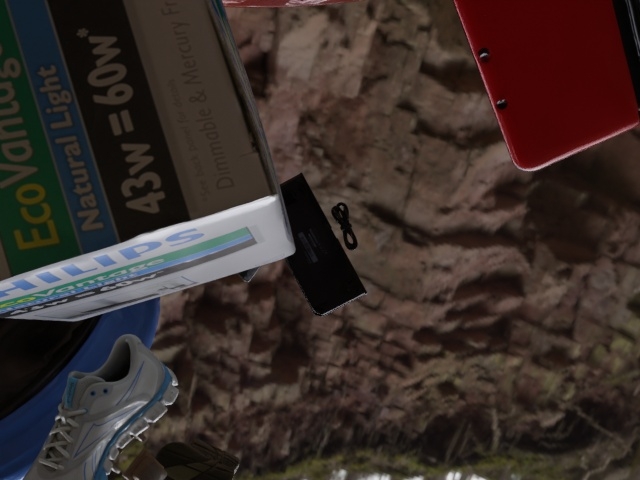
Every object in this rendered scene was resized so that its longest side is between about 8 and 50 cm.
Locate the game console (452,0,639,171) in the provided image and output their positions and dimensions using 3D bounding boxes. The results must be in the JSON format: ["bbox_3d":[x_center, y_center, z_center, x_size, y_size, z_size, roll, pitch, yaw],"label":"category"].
[{"bbox_3d":[0.143,-0.130,0.533,0.085,0.144,0.124,-1,-132,30],"label":"game console"}]

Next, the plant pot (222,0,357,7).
[{"bbox_3d":[0.019,-0.392,0.977,0.236,0.267,0.267,7,-110,-19],"label":"plant pot"}]

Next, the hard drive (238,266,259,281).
[{"bbox_3d":[-0.159,0.010,1.975,0.022,0.094,0.135,27,-168,-46],"label":"hard drive"}]

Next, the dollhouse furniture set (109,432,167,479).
[{"bbox_3d":[-0.310,0.446,1.376,0.174,0.355,0.303,10,-127,47],"label":"dollhouse furniture set"}]

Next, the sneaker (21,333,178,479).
[{"bbox_3d":[-0.202,0.155,0.807,0.071,0.083,0.190,7,-133,34],"label":"sneaker"}]

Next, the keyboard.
[{"bbox_3d":[0.000,0.000,1.270,0.180,0.108,0.023,61,-164,-2],"label":"keyboard"}]

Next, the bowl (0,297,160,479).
[{"bbox_3d":[-0.377,0.115,1.133,0.391,0.077,0.391,-17,-140,15],"label":"bowl"}]

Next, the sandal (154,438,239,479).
[{"bbox_3d":[-0.204,0.396,1.610,0.120,0.086,0.303,30,177,11],"label":"sandal"}]

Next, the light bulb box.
[{"bbox_3d":[-0.177,-0.137,0.720,0.225,0.361,0.358,-18,-95,-2],"label":"light bulb box"}]
